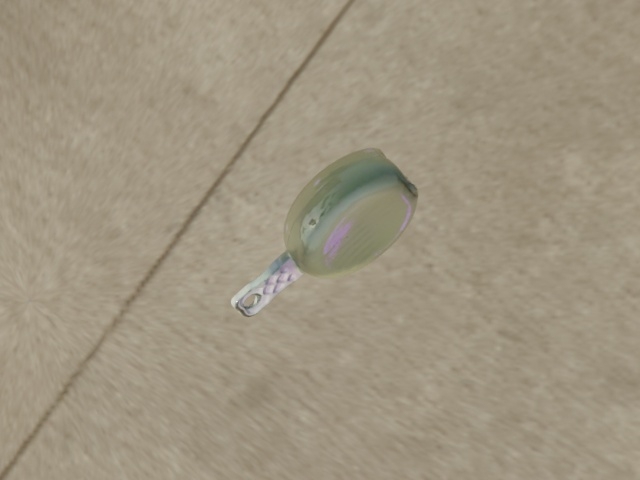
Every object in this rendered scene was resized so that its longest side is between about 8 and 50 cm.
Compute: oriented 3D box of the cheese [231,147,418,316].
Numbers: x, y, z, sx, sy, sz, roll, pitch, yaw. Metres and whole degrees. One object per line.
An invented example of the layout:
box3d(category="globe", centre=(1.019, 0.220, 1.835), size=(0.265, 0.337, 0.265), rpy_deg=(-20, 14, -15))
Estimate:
box3d(category="cheese", centre=(0.000, 0.000, 1.774), size=(0.227, 0.137, 0.064), rpy_deg=(-41, 53, 0))
